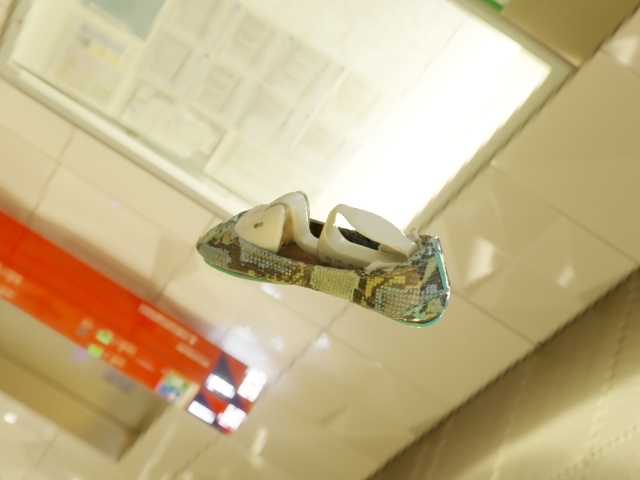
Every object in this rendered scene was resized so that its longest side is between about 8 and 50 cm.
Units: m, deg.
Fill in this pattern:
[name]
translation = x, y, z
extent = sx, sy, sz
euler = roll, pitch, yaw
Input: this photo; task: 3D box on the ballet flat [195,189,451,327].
[ballet flat]
translation = 0.000, 0.000, 0.843
extent = 0.070, 0.188, 0.070
euler = -39, 136, -52
